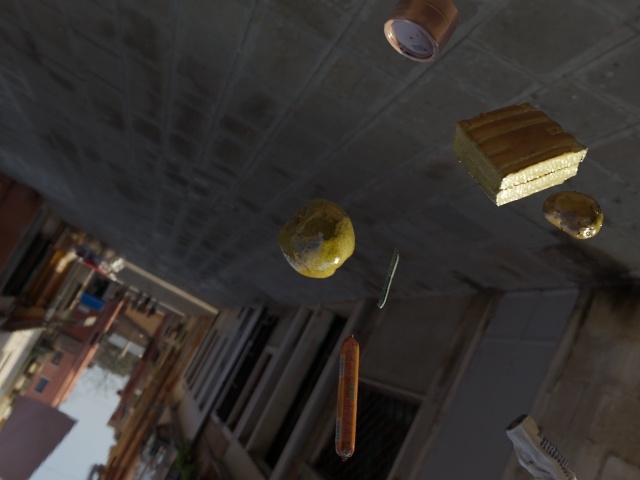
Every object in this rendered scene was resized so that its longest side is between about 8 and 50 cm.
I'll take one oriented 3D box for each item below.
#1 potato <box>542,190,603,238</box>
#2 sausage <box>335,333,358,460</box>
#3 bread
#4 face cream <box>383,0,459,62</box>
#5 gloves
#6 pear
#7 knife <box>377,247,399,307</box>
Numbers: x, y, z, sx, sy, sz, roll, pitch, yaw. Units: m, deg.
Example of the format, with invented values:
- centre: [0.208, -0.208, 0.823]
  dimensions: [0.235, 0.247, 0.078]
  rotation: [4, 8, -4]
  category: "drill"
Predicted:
- centre: [0.758, -0.082, 2.056]
  dimensions: [0.176, 0.137, 0.137]
  rotation: [39, 172, 17]
  category: "potato"
- centre: [0.073, 0.420, 1.873]
  dimensions: [0.053, 0.347, 0.053]
  rotation: [3, 155, 2]
  category: "sausage"
- centre: [0.485, -0.228, 1.704]
  dimensions: [0.111, 0.246, 0.239]
  rotation: [86, 161, -48]
  category: "bread"
- centre: [0.237, -0.506, 1.614]
  dimensions: [0.149, 0.104, 0.149]
  rotation: [31, 166, 8]
  category: "face cream"
- centre: [0.480, 0.482, 1.468]
  dimensions: [0.119, 0.097, 0.229]
  rotation: [108, 144, -62]
  category: "gloves"
- centre: [0.000, 0.000, 2.026]
  dimensions: [0.228, 0.188, 0.211]
  rotation: [-34, 111, 28]
  category: "pear"
- centre: [0.232, 0.128, 2.332]
  dimensions: [0.015, 0.210, 0.028]
  rotation: [17, -178, -33]
  category: "knife"
